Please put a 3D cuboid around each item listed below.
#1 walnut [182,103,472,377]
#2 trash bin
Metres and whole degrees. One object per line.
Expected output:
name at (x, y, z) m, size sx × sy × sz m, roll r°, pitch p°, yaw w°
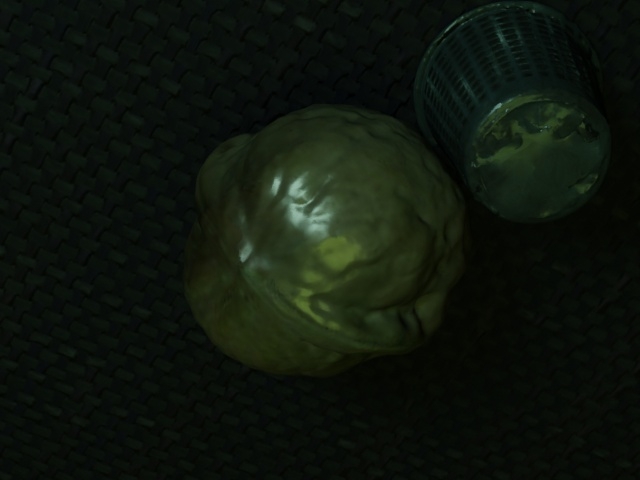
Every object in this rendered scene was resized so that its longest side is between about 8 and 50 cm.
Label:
walnut at (0.001, 0.002, 0.944) m, size 0.248 × 0.248 × 0.248 m, roll 0°, pitch 118°, yaw 0°
trash bin at (0.171, -0.101, 0.942) m, size 0.176 × 0.161 × 0.175 m, roll 0°, pitch 116°, yaw 0°
